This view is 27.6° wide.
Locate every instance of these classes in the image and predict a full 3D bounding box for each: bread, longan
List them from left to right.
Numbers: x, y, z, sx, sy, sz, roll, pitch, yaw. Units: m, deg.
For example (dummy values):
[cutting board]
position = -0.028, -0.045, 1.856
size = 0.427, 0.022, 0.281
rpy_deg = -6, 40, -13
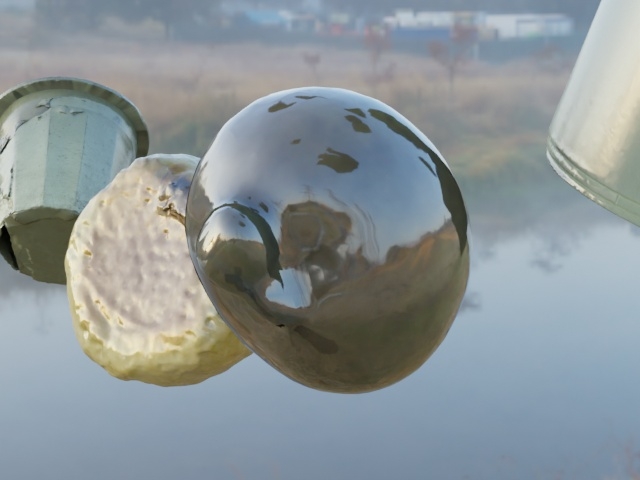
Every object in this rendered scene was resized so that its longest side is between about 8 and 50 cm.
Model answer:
[bread]
position = -0.132, 0.032, 1.276
size = 0.244, 0.244, 0.134
rpy_deg = 4, -17, 34
[longan]
position = 0.000, 0.000, 0.757
size = 0.159, 0.185, 0.204
rpy_deg = -31, -14, 29

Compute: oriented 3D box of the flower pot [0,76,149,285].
[flower pot]
position = -0.330, -0.066, 1.632
size = 0.212, 0.212, 0.202
rpy_deg = -1, 48, 2

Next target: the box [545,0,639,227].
[box]
position = 0.300, -0.096, 0.984
size = 0.226, 0.149, 0.226
rpy_deg = 16, 23, -7
